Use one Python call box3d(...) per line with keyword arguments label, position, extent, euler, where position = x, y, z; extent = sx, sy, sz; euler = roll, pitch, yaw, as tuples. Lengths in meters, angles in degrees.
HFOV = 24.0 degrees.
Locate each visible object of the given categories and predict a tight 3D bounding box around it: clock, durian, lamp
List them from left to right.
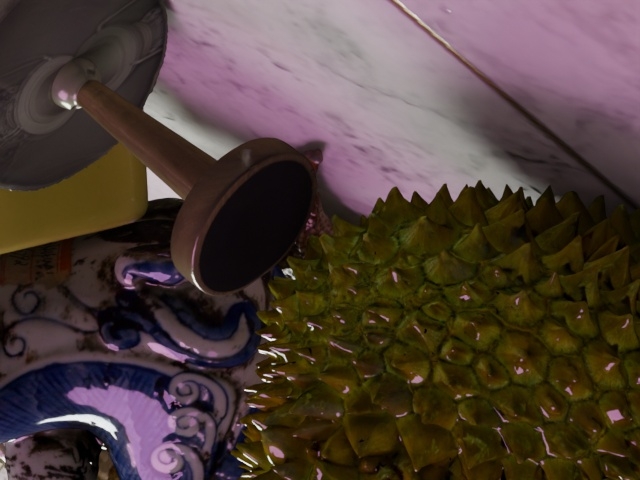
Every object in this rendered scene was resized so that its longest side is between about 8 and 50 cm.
box3d(label="clock", position=(-0.203, -0.057, 0.852), extent=(0.143, 0.096, 0.202), euler=(-12, -162, -43))
box3d(label="lamp", position=(-0.102, -0.064, 0.676), extent=(0.214, 0.121, 0.121), euler=(38, 172, 29))
box3d(label="durian", position=(0.086, 0.063, 0.654), extent=(0.236, 0.177, 0.200), euler=(12, -161, -17))

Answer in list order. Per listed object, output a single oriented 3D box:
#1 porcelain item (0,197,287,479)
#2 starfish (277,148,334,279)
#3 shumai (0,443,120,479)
box3d(label="porcelain item", position=(-0.155, 0.079, 0.870), extent=(0.288, 0.186, 0.138), euler=(-5, -161, -6))
box3d(label="starfish", position=(-0.003, 0.008, 0.898), extent=(0.213, 0.057, 0.238), euler=(14, 163, 19))
box3d(label="shumai", position=(-0.263, 0.072, 1.265), extent=(0.283, 0.217, 0.346), euler=(20, 167, 24))
